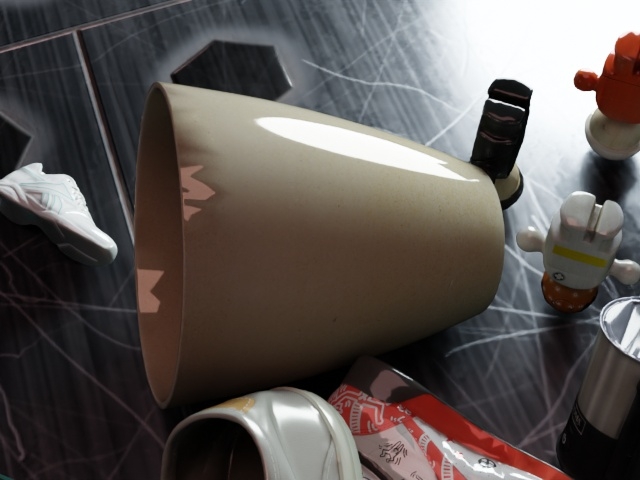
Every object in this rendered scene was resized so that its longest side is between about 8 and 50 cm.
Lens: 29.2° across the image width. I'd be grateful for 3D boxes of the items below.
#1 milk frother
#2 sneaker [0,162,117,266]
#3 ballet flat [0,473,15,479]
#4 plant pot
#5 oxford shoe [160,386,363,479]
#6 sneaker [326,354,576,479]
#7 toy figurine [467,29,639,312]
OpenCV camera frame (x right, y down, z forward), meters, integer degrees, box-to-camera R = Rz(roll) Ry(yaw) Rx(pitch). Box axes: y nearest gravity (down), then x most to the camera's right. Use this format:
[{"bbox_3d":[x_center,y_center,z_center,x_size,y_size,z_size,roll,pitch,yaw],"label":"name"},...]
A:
[{"bbox_3d":[0.269,0.131,0.922,0.143,0.135,0.129,-3,37,-17],"label":"milk frother"},{"bbox_3d":[-0.240,-0.030,1.146,0.152,0.054,0.061,31,59,25],"label":"sneaker"},{"bbox_3d":[-0.207,0.241,0.903,0.280,0.095,0.096,15,25,16],"label":"ballet flat"},{"bbox_3d":[0.000,0.000,1.005,0.273,0.256,0.257,-2,51,-16],"label":"plant pot"},{"bbox_3d":[-0.032,0.301,0.781,0.169,0.130,0.450,-31,56,35],"label":"oxford shoe"},{"bbox_3d":[0.103,0.214,0.919,0.270,0.090,0.145,31,78,13],"label":"sneaker"},{"bbox_3d":[0.244,-0.052,1.071,0.213,0.148,0.210,-23,60,-14],"label":"toy figurine"}]
